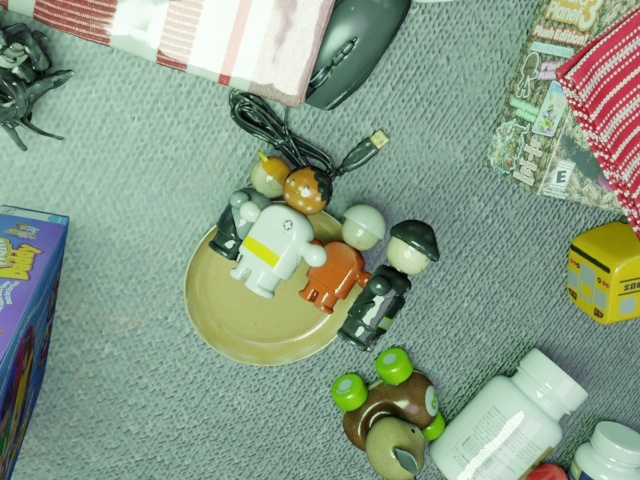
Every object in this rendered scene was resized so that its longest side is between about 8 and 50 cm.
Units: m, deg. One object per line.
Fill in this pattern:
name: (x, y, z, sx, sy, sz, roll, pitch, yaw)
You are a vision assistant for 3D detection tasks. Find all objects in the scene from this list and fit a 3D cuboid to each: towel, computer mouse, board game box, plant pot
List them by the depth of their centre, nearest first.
board game box: (-0.328, 0.131, 0.615, 0.078, 0.347, 0.233, 11, 107, -17)
towel: (-0.141, -0.299, 0.642, 0.329, 0.037, 0.237, 17, 107, -8)
towel: (0.402, -0.141, 0.711, 0.199, 0.031, 0.275, -39, 115, 2)
computer mouse: (0.037, -0.186, 0.740, 0.262, 0.060, 0.184, -45, 114, 6)
board game box: (0.378, -0.190, 0.780, 0.232, 0.141, 0.291, 9, 109, -17)
plant pot: (-0.061, 0.056, 0.827, 0.236, 0.032, 0.236, -5, 111, -13)

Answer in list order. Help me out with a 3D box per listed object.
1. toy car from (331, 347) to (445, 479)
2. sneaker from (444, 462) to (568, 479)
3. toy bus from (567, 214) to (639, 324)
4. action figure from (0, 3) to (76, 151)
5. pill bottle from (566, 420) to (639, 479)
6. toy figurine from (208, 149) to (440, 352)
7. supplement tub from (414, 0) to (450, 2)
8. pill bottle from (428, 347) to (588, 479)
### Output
toy car: (0.117, 0.274, 0.870, 0.149, 0.188, 0.155, -30, 115, -1)
sneaker: (0.293, 0.412, 1.027, 0.221, 0.087, 0.128, -33, 116, -1)
toy bus: (0.543, 0.020, 0.922, 0.333, 0.108, 0.130, -10, 113, -10)
action figure: (-0.349, -0.202, 0.587, 0.164, 0.141, 0.275, -10, 114, 20)
pill bottle: (0.475, 0.406, 1.055, 0.112, 0.112, 0.186, 7, 108, -17)
toy figurine: (0.000, 0.000, 0.690, 0.210, 0.213, 0.148, 32, 91, -20)
supplement tub: (0.136, -0.326, 0.705, 0.071, 0.071, 0.107, -9, 113, -11)
pill bottle: (0.285, 0.279, 0.945, 0.131, 0.131, 0.229, 40, 94, -24)
